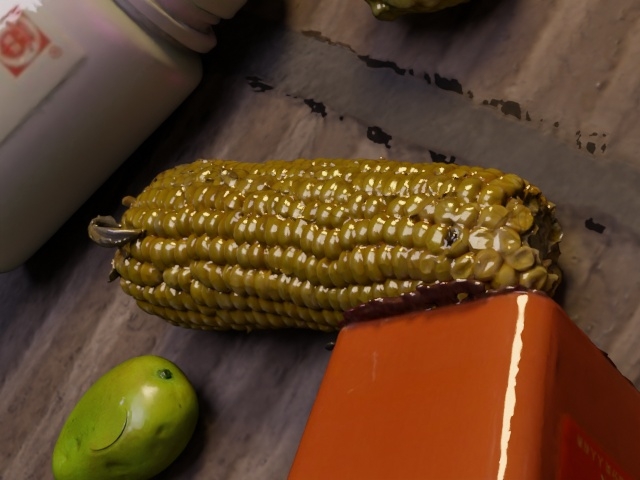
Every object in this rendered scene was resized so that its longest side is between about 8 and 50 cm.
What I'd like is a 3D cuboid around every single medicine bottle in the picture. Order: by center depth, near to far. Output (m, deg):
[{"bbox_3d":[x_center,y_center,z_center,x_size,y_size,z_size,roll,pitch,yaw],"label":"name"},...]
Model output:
[{"bbox_3d":[-0.175,-0.128,0.933,0.293,0.170,0.170,-44,43,13],"label":"medicine bottle"}]

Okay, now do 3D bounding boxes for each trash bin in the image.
[{"bbox_3d":[0.043,0.152,0.570,0.184,0.161,0.239,-15,47,35],"label":"trash bin"}]

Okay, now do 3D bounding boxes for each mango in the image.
[{"bbox_3d":[-0.115,0.110,0.807,0.108,0.056,0.073,-37,39,22],"label":"mango"}]

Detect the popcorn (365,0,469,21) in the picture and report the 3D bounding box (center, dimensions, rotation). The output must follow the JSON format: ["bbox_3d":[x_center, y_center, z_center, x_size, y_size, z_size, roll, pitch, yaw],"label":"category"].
[{"bbox_3d":[0.050,-0.183,0.810,0.121,0.116,0.106,46,111,6],"label":"popcorn"}]

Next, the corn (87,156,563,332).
[{"bbox_3d":[0.000,0.000,0.743,0.293,0.106,0.106,-2,63,40],"label":"corn"}]
